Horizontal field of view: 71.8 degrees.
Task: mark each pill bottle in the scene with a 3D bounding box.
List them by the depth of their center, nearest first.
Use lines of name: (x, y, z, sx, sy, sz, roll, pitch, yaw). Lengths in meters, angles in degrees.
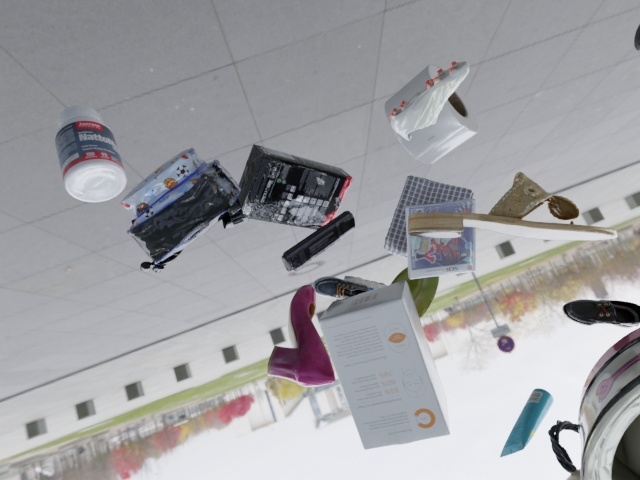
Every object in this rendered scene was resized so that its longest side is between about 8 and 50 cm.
pill bottle: (-0.453, -0.174, 0.863, 0.107, 0.180, 0.108, -23, 153, -12)

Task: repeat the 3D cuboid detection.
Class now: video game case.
video game case: (0.319, -0.002, 1.168, 0.183, 0.201, 0.023, -7, -163, -3)

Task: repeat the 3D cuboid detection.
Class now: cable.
cable: (0.759, 0.622, 1.315, 0.184, 0.151, 0.047, 23, 157, 1)

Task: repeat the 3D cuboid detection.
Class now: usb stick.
usb stick: (0.000, 0.000, 1.367, 0.278, 0.045, 0.077, -35, 128, -25)

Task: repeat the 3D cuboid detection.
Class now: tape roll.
tape roll: (0.335, -0.376, 1.331, 0.169, 0.246, 0.246, -34, 161, 37)

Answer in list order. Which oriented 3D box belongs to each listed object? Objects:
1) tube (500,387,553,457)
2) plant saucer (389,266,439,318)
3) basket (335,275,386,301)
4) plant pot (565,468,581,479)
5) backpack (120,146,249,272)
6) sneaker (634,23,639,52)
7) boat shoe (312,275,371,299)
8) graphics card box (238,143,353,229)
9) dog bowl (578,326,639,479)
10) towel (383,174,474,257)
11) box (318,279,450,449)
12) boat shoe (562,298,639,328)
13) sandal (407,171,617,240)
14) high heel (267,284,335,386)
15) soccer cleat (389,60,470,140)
tube: (0.498, 0.438, 1.061, 0.207, 0.052, 0.080, -31, 156, -38)
plant saucer: (0.253, 0.159, 1.306, 0.037, 0.241, 0.241, 32, 143, -15)
basket: (0.175, 0.271, 1.682, 0.254, 0.201, 0.289, 14, -159, -6)
plant pot: (0.735, 0.687, 1.098, 0.284, 0.284, 0.191, -24, 129, 11)
backpack: (-0.316, -0.090, 1.051, 0.276, 0.213, 0.263, -29, -169, 9)
sneaker: (0.674, -0.437, 0.826, 0.170, 0.051, 0.089, -55, -168, 2)
boat shoe: (0.069, 0.151, 1.351, 0.183, 0.065, 0.083, 7, -175, -12)
graphics card box: (-0.093, -0.167, 1.514, 0.370, 0.094, 0.233, 7, 119, -36)
dog bowl: (0.567, 0.276, 0.612, 0.407, 0.408, 0.150, -27, -169, 22)
towel: (0.360, -0.068, 1.466, 0.235, 0.284, 0.121, 15, 171, 27)
box: (0.165, 0.306, 1.108, 0.214, 0.346, 0.168, -18, -175, 16)
boat shoe: (0.489, 0.122, 0.762, 0.132, 0.049, 0.042, 7, 149, 1)
sandal: (0.228, -0.045, 0.534, 0.239, 0.079, 0.088, 1, 173, 9)
high heel: (-0.010, 0.168, 0.827, 0.117, 0.082, 0.244, 7, -153, 10)
soccer cleat: (0.226, -0.280, 0.892, 0.196, 0.076, 0.068, -34, -162, 42)
